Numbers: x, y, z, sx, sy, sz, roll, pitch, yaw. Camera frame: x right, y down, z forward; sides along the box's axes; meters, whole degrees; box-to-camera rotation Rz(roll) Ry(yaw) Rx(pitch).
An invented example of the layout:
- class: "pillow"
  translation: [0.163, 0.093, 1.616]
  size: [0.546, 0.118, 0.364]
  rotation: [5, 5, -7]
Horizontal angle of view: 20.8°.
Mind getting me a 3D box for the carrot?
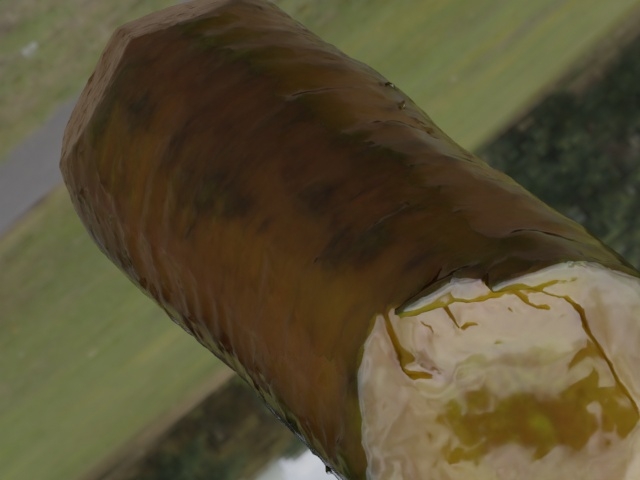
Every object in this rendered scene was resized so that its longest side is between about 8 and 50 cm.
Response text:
- class: "carrot"
  translation: [0.000, 0.000, 0.561]
  size: [0.114, 0.114, 0.302]
  rotation: [-39, -146, -7]
